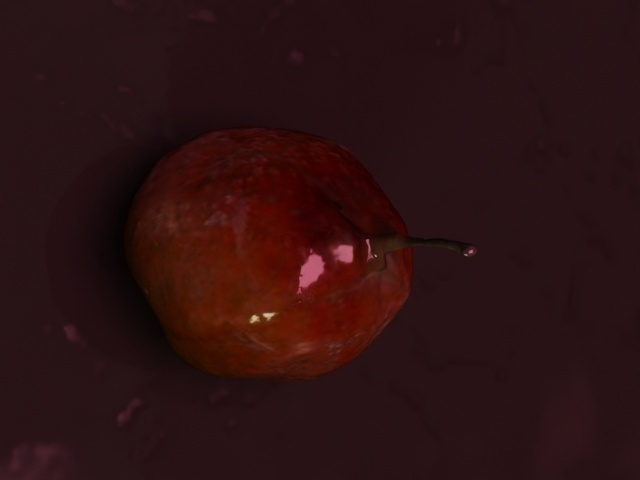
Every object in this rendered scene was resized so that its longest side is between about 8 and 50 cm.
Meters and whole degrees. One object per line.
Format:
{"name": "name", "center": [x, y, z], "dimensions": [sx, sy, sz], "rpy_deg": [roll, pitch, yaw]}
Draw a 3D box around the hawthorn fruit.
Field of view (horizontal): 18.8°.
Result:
{"name": "hawthorn fruit", "center": [0.000, 0.000, 0.467], "dimensions": [0.067, 0.103, 0.066], "rpy_deg": [15, 69, -44]}
